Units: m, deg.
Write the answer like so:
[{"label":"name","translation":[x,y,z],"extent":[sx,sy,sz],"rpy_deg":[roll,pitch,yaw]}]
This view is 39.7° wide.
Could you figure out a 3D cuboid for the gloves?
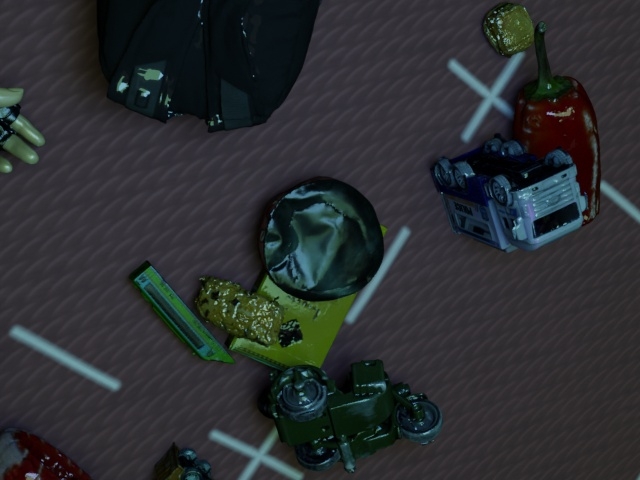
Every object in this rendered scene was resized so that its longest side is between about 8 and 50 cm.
[{"label":"gloves","translation":[-0.467,-0.149,1.166],"extent":[0.203,0.124,0.164],"rpy_deg":[12,127,-44]}]

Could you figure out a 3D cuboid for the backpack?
[{"label":"backpack","translation":[-0.139,-0.368,1.166],"extent":[0.364,0.255,0.445],"rpy_deg":[4,102,-13]}]

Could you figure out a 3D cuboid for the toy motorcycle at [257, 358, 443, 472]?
[{"label":"toy motorcycle","translation":[0.045,0.256,1.379],"extent":[0.275,0.127,0.205],"rpy_deg":[-16,129,-4]}]

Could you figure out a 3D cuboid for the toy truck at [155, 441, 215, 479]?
[{"label":"toy truck","translation":[-0.195,0.416,1.380],"extent":[0.115,0.080,0.177],"rpy_deg":[-44,109,-1]}]

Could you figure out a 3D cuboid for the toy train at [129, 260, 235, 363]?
[{"label":"toy train","translation":[-0.208,0.123,1.338],"extent":[0.042,0.044,0.209],"rpy_deg":[-40,109,-8]}]

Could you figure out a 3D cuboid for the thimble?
[{"label":"thimble","translation":[-0.410,0.363,1.252],"extent":[0.189,0.163,0.125],"rpy_deg":[43,82,-27]}]

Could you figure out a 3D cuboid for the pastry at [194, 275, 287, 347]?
[{"label":"pastry","translation":[-0.123,0.105,1.327],"extent":[0.140,0.056,0.080],"rpy_deg":[16,82,13]}]

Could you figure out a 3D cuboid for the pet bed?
[{"label":"pet bed","translation":[0.000,0.000,1.339],"extent":[0.201,0.053,0.201],"rpy_deg":[-4,101,-19]}]

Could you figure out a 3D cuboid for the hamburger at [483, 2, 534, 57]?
[{"label":"hamburger","translation":[0.302,-0.338,1.422],"extent":[0.076,0.044,0.083],"rpy_deg":[-31,110,-13]}]

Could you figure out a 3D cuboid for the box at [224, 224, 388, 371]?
[{"label":"box","translation":[-0.020,0.071,1.393],"extent":[0.153,0.041,0.279],"rpy_deg":[26,92,-21]}]

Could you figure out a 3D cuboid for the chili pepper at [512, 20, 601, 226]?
[{"label":"chili pepper","translation":[0.374,-0.193,1.423],"extent":[0.131,0.135,0.338],"rpy_deg":[-23,111,-29]}]

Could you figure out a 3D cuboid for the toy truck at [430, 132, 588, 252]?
[{"label":"toy truck","translation":[0.288,-0.061,1.351],"extent":[0.124,0.268,0.155],"rpy_deg":[-24,109,-12]}]
